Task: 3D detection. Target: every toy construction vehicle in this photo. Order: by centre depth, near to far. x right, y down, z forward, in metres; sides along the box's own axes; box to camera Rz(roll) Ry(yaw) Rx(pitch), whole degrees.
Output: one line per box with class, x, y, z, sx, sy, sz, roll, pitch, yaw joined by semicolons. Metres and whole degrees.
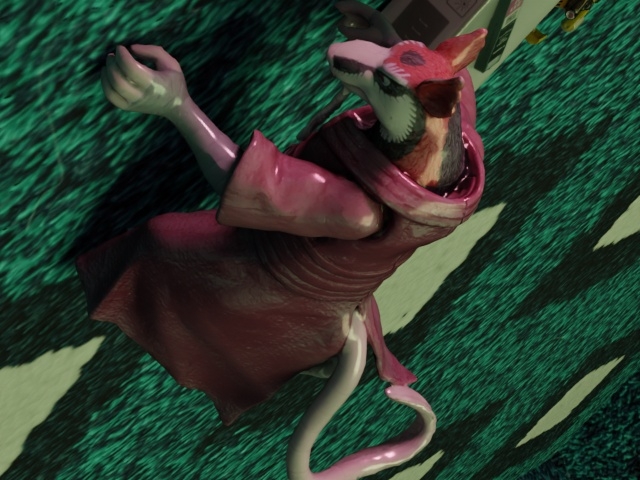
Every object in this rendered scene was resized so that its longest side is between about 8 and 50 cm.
toy construction vehicle;0.206;-0.202;1.545;0.086;0.035;0.098;-41;171;-47

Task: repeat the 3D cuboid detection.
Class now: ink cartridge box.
ink cartridge box;0.161;-0.200;1.387;0.275;0.060;0.239;-48;162;19

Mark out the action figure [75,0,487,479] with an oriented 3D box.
action figure;0.000;0.000;1.188;0.248;0.275;0.370;-23;170;-35
